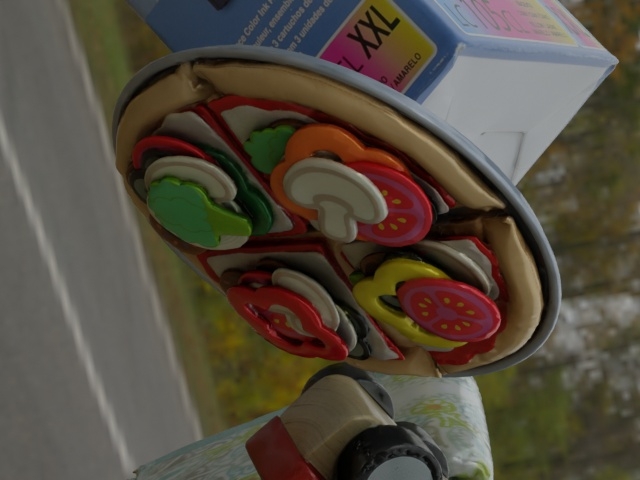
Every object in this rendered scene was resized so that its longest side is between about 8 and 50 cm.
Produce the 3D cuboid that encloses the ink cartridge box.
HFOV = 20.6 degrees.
[{"bbox_3d":[-0.020,-0.205,1.184,0.395,0.151,0.270,47,23,19],"label":"ink cartridge box"}]

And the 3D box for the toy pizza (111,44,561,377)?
[{"bbox_3d":[0.000,0.000,0.719,0.201,0.201,0.032,80,33,-53],"label":"toy pizza"}]

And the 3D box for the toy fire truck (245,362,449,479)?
[{"bbox_3d":[0.003,0.236,1.071,0.217,0.246,0.158,49,2,-28],"label":"toy fire truck"}]

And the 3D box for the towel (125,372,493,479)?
[{"bbox_3d":[-0.024,0.234,1.601,0.320,0.374,0.090,-84,151,-77],"label":"towel"}]
